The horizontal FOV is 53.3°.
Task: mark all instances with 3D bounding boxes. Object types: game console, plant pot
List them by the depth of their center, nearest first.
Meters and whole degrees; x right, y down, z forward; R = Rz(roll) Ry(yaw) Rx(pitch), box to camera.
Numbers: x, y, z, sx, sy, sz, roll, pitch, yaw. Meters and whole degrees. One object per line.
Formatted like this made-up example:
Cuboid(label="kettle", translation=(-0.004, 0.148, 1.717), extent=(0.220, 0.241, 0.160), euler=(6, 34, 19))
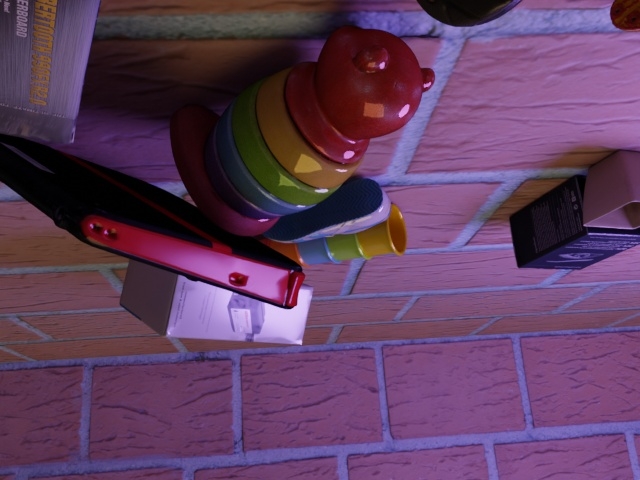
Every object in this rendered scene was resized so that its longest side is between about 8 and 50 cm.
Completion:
Cuboid(label="game console", translation=(-0.232, -0.032, 0.766), extent=(0.387, 0.060, 0.342), euler=(26, -176, 38))
Cuboid(label="plant pot", translation=(0.489, -0.083, 1.018), extent=(0.109, 0.096, 0.109), euler=(3, 160, -19))

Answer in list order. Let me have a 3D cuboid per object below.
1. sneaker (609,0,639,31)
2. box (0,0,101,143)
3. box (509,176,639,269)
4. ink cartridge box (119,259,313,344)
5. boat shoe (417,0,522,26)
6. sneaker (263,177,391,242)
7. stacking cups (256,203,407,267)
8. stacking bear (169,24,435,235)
Cuboid(label="sneaker", translation=(0.359, -0.238, 0.587), extent=(0.175, 0.064, 0.067), euler=(-18, 167, 42))
Cuboid(label="box", translation=(-0.141, -0.194, 0.338), extent=(0.056, 0.231, 0.183), euler=(6, 159, -23))
Cuboid(label="box", translation=(0.471, -0.025, 1.169), extent=(0.153, 0.108, 0.207), euler=(2, 161, -19))
Cuboid(label="ink cartridge box", translation=(-0.205, 0.112, 1.274), extent=(0.308, 0.129, 0.223), euler=(11, -177, -39))
Cuboid(label="boat shoe", translation=(0.191, -0.270, 0.402), extent=(0.324, 0.122, 0.120), euler=(-33, 179, 40))
Cuboid(label="sneaker", translation=(0.006, -0.038, 1.066), extent=(0.229, 0.087, 0.092), euler=(-9, 163, 20))
Cuboid(label="stacking cups", translation=(0.000, 0.000, 1.202), extent=(0.316, 0.096, 0.096), euler=(-8, 162, 28))
Cuboid(label="stacking bear", translation=(-0.014, -0.128, 0.702), extent=(0.175, 0.164, 0.289), euler=(13, 151, -41))
